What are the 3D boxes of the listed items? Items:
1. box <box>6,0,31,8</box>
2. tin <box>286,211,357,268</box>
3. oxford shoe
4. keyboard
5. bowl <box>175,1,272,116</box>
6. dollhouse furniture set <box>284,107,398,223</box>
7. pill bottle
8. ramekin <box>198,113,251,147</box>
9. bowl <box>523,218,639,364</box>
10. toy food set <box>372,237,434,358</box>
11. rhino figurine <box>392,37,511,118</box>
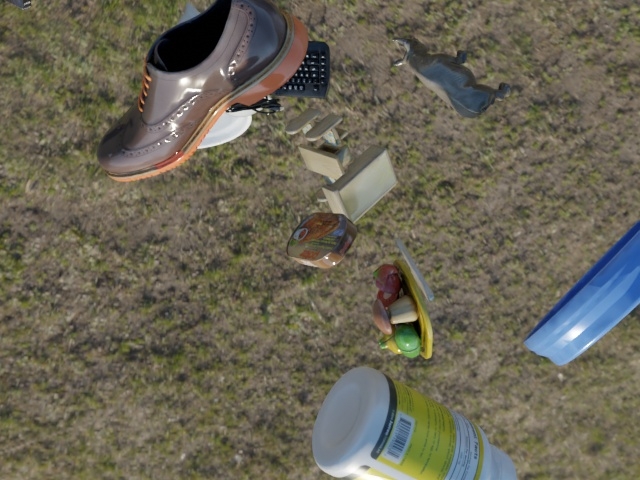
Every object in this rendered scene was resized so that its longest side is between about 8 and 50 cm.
[{"bbox_3d":[-0.618,-0.546,1.258,0.116,0.029,0.162,27,134,10],"label":"box"},{"bbox_3d":[0.000,0.000,1.234,0.040,0.190,0.106,42,74,-25],"label":"tin"},{"bbox_3d":[-0.144,-0.151,0.633,0.271,0.096,0.098,-32,148,27],"label":"oxford shoe"},{"bbox_3d":[-0.079,-0.210,0.850,0.192,0.038,0.100,8,117,23],"label":"keyboard"},{"bbox_3d":[-0.246,-0.385,1.493,0.134,0.298,0.298,-40,122,5],"label":"bowl"},{"bbox_3d":[0.024,-0.149,1.467,0.161,0.242,0.212,-43,131,-20],"label":"dollhouse furniture set"},{"bbox_3d":[0.168,0.367,1.125,0.334,0.188,0.188,31,113,-19],"label":"pill bottle"},{"bbox_3d":[-0.332,-0.365,1.742,0.277,0.135,0.277,-11,164,-3],"label":"ramekin"},{"bbox_3d":[0.514,0.062,1.121,0.391,0.077,0.391,-41,163,-16],"label":"bowl"},{"bbox_3d":[0.104,0.100,0.933,0.071,0.128,0.218,-20,144,-6],"label":"toy food set"},{"bbox_3d":[0.229,-0.315,1.218,0.106,0.243,0.073,-38,161,-37],"label":"rhino figurine"}]
